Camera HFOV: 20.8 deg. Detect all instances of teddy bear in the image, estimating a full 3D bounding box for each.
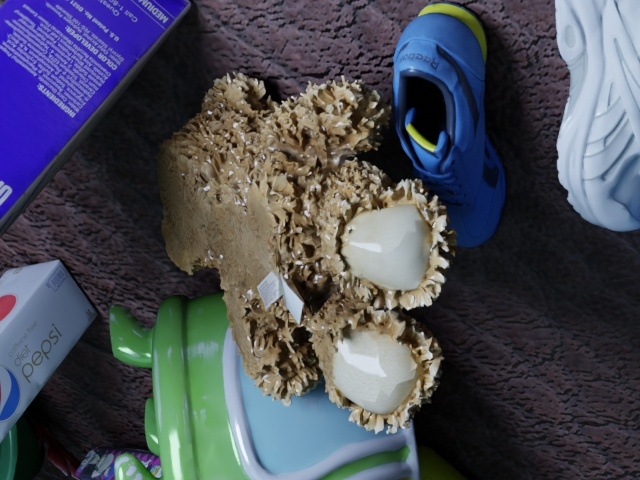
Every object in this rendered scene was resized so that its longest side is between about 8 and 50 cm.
[{"bbox_3d":[0.000,0.000,1.219,0.338,0.113,0.245,7,108,63],"label":"teddy bear"}]

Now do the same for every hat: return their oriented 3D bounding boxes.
[{"bbox_3d":[-0.295,0.202,1.777,0.173,0.183,0.208,-18,79,40],"label":"hat"}]

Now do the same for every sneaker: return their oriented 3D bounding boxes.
[{"bbox_3d":[0.211,-0.093,1.098,0.115,0.090,0.232,9,135,22],"label":"sneaker"},{"bbox_3d":[0.083,-0.063,1.216,0.069,0.082,0.209,10,137,22],"label":"sneaker"}]

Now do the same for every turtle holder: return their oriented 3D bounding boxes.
[{"bbox_3d":[-0.035,0.179,1.366,0.227,0.320,0.243,-8,125,1],"label":"turtle holder"}]

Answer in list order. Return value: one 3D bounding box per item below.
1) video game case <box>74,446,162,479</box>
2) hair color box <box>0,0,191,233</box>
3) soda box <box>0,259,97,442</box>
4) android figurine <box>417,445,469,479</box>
[{"bbox_3d":[-0.102,0.285,1.662,0.232,0.042,0.210,46,155,-23],"label":"video game case"},{"bbox_3d":[-0.247,-0.060,1.232,0.110,0.339,0.185,39,140,-8],"label":"hair color box"},{"bbox_3d":[-0.289,0.113,1.529,0.074,0.216,0.069,-9,124,38],"label":"soda box"},{"bbox_3d":[0.044,0.255,1.579,0.273,0.056,0.248,40,140,-9],"label":"android figurine"}]
